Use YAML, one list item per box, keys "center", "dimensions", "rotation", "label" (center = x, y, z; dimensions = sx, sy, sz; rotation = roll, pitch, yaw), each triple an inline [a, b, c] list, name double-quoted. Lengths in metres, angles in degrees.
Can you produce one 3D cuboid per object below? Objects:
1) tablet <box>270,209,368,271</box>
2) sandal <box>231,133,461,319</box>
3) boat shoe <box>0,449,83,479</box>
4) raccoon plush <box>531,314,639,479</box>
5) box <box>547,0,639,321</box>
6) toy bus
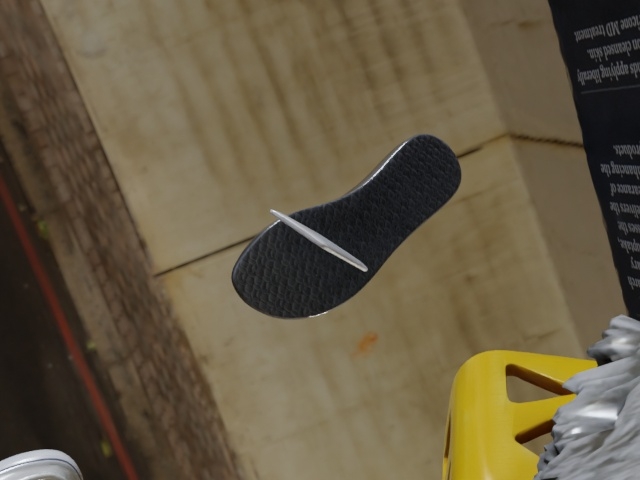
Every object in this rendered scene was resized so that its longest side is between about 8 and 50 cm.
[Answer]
- center: [0.000, 0.000, 0.816]
  dimensions: [0.054, 0.006, 0.083]
  rotation: [34, 2, 27]
  label: "tablet"
- center: [0.028, -0.006, 1.056]
  dimensions: [0.097, 0.254, 0.054]
  rotation: [58, -22, -3]
  label: "sandal"
- center: [-0.324, 0.282, 0.994]
  dimensions: [0.088, 0.267, 0.096]
  rotation: [5, -61, 63]
  label: "boat shoe"
- center: [0.155, 0.190, 0.331]
  dimensions: [0.299, 0.446, 0.216]
  rotation: [61, -3, -19]
  label: "raccoon plush"
- center: [0.441, -0.070, 0.709]
  dimensions: [0.297, 0.480, 0.471]
  rotation: [-143, -144, -80]
  label: "box"
- center: [0.094, 0.132, 0.492]
  dimensions: [0.202, 0.104, 0.191]
  rotation: [84, 14, -68]
  label: "toy bus"
